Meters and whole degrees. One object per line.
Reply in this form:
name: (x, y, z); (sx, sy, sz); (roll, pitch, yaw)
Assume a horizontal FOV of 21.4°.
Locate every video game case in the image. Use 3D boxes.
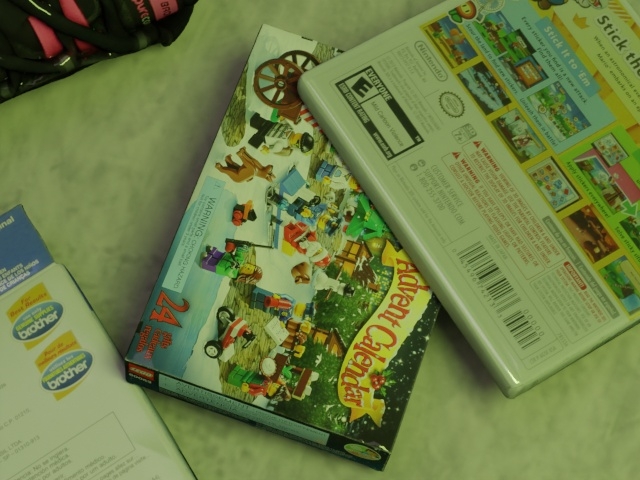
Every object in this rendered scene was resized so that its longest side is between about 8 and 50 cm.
video game case: (0.131, -0.050, 0.996); (0.206, 0.026, 0.227); (-29, 73, -17)

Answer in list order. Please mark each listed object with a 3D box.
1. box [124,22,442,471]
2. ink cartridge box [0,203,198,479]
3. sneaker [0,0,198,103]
box: (0.000, 0.000, 1.000); (0.159, 0.044, 0.233); (19, 67, 3)
ink cartridge box: (-0.175, 0.148, 0.993); (0.186, 0.065, 0.311); (-33, 69, -5)
sneaker: (-0.185, -0.180, 1.065); (0.202, 0.185, 0.483); (28, 76, 24)
